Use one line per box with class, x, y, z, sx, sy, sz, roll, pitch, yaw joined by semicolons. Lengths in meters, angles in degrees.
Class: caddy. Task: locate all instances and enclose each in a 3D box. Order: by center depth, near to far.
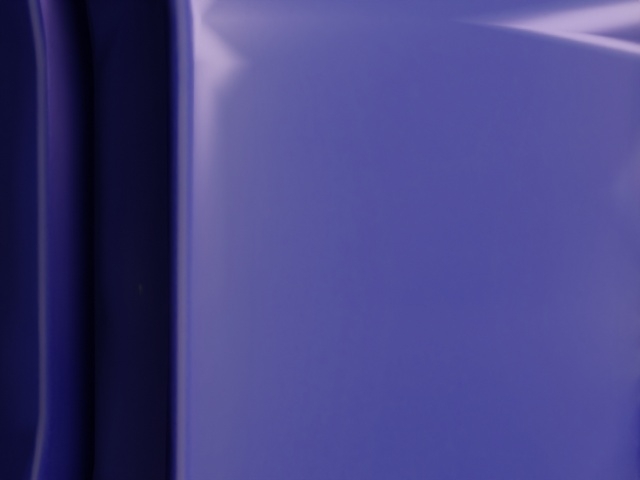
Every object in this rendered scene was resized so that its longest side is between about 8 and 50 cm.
caddy;0.000;0.000;0.472;0.179;0.241;0.341;-4;100;-28
